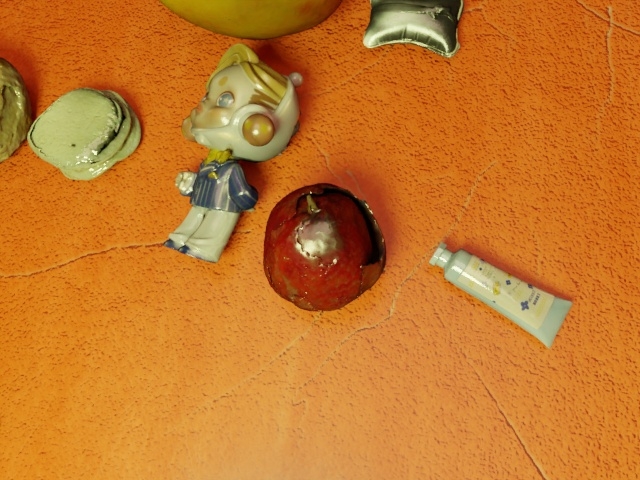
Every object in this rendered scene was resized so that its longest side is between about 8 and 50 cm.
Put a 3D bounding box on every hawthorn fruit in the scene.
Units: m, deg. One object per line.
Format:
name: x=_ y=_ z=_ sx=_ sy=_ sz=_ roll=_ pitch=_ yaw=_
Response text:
hawthorn fruit: x=0.000 y=0.000 z=0.704 sx=0.148 sy=0.172 sz=0.148 roll=-7 pitch=48 yaw=8

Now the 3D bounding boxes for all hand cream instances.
hand cream: x=0.211 y=0.057 z=0.729 sx=0.170 sy=0.043 sz=0.065 roll=30 pitch=77 yaw=12

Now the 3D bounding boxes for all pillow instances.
pillow: x=0.131 y=-0.306 z=0.854 sx=0.135 sy=0.055 sz=0.091 roll=7 pitch=104 yaw=11

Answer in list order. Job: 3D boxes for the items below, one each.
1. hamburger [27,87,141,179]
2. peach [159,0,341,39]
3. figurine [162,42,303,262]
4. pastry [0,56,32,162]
hamburger: x=-0.325 y=-0.151 z=0.843 sx=0.140 sy=0.062 sz=0.133 roll=-41 pitch=71 yaw=-6
peach: x=-0.113 y=-0.407 z=0.788 sx=0.332 sy=0.308 sz=0.308 roll=13 pitch=72 yaw=35
figurine: x=-0.108 y=-0.105 z=0.772 sx=0.194 sy=0.133 sz=0.274 roll=-18 pitch=59 yaw=45
pastry: x=-0.509 y=-0.187 z=0.857 sx=0.192 sy=0.093 sz=0.182 roll=4 pitch=75 yaw=6
